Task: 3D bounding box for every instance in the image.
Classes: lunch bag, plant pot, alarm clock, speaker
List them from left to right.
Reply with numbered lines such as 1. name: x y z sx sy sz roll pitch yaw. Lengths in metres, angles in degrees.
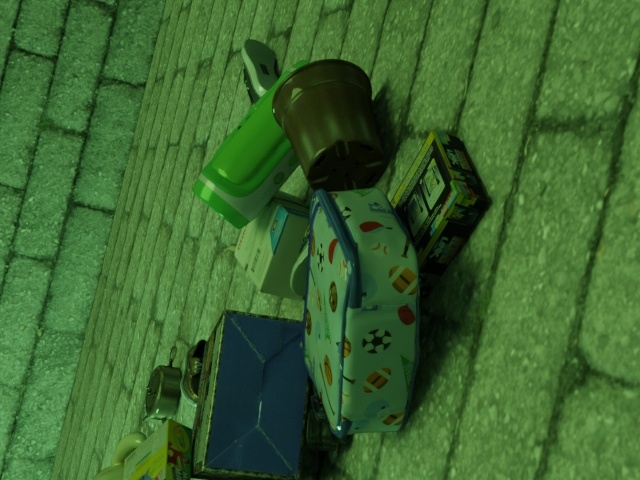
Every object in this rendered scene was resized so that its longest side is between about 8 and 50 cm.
1. alarm clock: -0.375 0.346 2.193 0.129 0.064 0.192 3 77 68
2. speaker: -0.087 -0.165 1.585 0.296 0.131 0.131 -50 24 -2
3. plant pot: 0.021 -0.167 1.427 0.167 0.166 0.165 -57 36 39
4. lunch bag: 0.041 0.094 1.193 0.243 0.114 0.303 -116 27 -54

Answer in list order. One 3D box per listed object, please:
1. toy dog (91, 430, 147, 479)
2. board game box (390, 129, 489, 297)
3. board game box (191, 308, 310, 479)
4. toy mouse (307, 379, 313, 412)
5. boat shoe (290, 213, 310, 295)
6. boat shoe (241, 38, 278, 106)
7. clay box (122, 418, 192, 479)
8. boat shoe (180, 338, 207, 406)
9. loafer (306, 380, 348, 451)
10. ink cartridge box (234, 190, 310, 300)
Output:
1. toy dog: -0.260 0.560 1.549 0.408 0.284 0.396 19 95 58
2. board game box: 0.142 -0.034 1.191 0.141 0.048 0.170 -101 31 -49
3. board game box: -0.115 0.258 1.434 0.291 0.141 0.232 128 150 -70
4. toy mouse: 0.001 0.212 1.405 0.143 0.031 0.161 42 116 65
5. boat shoe: 0.000 0.000 1.501 0.183 0.065 0.083 -62 23 18
6. boat shoe: -0.137 -0.359 2.019 0.076 0.080 0.229 -59 36 34
7. clay box: -0.255 0.399 1.402 0.127 0.053 0.222 -44 31 25
8. boat shoe: -0.259 0.278 1.942 0.066 0.066 0.183 -64 25 25
9. loafer: 0.017 0.223 1.333 0.062 0.061 0.170 80 -166 -74
10. ink cartridge box: -0.075 0.000 1.638 0.148 0.085 0.203 -70 22 12
